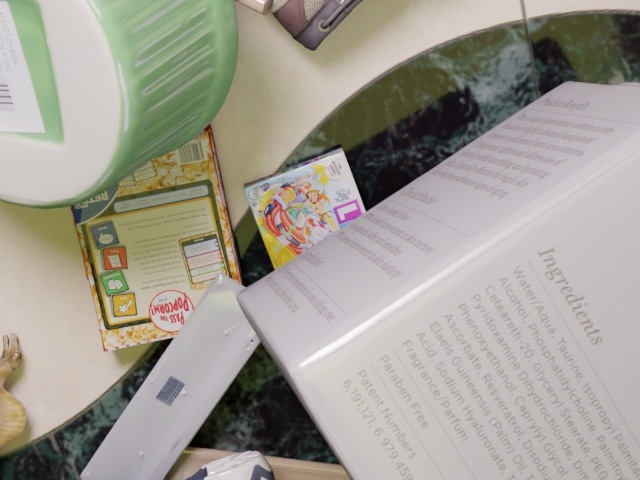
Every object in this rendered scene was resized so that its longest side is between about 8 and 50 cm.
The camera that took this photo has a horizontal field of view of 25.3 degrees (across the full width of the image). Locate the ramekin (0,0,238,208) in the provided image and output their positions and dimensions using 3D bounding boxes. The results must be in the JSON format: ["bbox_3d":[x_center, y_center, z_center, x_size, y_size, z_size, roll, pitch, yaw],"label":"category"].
[{"bbox_3d":[-0.235,-0.174,1.193,0.303,0.148,0.303,15,127,21],"label":"ramekin"}]

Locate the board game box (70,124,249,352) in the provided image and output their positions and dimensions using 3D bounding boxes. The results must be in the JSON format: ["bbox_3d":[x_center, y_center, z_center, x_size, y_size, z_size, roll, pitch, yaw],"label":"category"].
[{"bbox_3d":[-0.157,-0.002,1.372,0.147,0.045,0.193,-11,102,0],"label":"board game box"}]

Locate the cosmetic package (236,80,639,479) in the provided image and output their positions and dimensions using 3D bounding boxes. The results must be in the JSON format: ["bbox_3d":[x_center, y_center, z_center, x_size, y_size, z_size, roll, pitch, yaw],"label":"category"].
[{"bbox_3d":[0.189,0.099,1.241,0.394,0.329,0.327,-33,102,-4],"label":"cosmetic package"}]

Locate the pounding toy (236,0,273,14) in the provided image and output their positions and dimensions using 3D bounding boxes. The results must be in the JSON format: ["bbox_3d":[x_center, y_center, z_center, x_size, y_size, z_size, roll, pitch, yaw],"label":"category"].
[{"bbox_3d":[-0.066,-0.305,1.269,0.183,0.110,0.237,25,75,10],"label":"pounding toy"}]

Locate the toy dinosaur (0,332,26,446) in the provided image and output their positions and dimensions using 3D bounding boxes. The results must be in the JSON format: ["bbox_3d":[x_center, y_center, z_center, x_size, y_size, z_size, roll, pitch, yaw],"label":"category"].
[{"bbox_3d":[-0.336,0.181,1.401,0.093,0.053,0.183,8,102,-5],"label":"toy dinosaur"}]

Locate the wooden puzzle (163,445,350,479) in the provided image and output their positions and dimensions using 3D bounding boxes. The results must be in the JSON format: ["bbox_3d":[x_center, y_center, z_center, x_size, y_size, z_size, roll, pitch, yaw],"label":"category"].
[{"bbox_3d":[-0.068,0.325,1.447,0.239,0.044,0.221,9,102,-4],"label":"wooden puzzle"}]

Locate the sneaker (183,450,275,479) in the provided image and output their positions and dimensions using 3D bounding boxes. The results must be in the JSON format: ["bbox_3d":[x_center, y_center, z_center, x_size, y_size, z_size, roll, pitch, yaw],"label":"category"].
[{"bbox_3d":[-0.140,0.308,1.368,0.235,0.094,0.153,-19,93,-5],"label":"sneaker"}]

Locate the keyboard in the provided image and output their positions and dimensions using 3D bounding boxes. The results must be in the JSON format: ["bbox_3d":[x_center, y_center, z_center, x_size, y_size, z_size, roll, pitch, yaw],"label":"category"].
[{"bbox_3d":[-0.137,0.150,1.387,0.072,0.014,0.256,33,103,-8],"label":"keyboard"}]

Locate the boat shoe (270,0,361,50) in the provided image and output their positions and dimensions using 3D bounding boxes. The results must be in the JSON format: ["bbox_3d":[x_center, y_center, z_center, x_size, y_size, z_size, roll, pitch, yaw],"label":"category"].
[{"bbox_3d":[0.072,-0.282,1.298,0.285,0.103,0.092,-37,106,9],"label":"boat shoe"}]

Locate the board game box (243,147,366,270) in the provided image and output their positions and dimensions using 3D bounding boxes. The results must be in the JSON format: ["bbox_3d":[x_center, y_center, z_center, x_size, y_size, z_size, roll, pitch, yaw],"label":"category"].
[{"bbox_3d":[0.000,0.000,1.389,0.103,0.026,0.154,-21,102,2],"label":"board game box"}]
